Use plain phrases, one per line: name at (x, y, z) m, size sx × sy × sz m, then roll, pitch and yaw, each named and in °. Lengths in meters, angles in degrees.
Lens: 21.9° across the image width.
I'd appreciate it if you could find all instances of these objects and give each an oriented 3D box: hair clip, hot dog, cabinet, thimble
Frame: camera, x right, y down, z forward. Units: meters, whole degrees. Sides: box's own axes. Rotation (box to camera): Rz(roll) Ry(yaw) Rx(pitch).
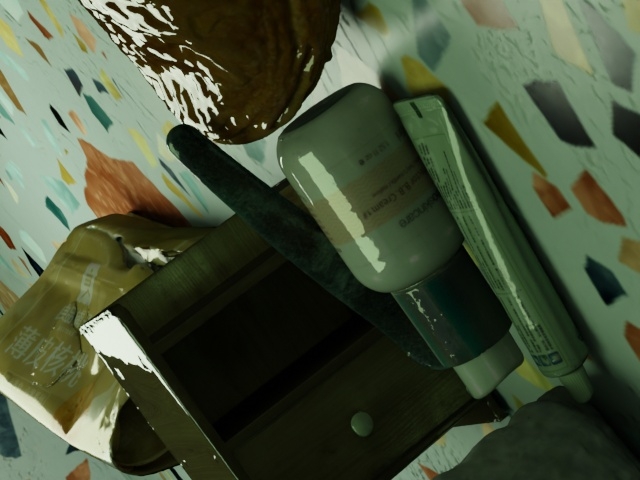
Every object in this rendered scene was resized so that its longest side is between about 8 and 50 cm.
hair clip at (0.000, 0.000, 0.965) m, size 0.229 × 0.039 × 0.070 m, roll 38°, pitch -166°, yaw -35°
hot dog at (-0.085, -0.165, 0.879) m, size 0.196 × 0.122 × 0.272 m, roll 36°, pitch 172°, yaw 42°
cabinet at (-0.019, 0.088, 1.101) m, size 0.215 × 0.175 × 0.148 m, roll 54°, pitch 162°, yaw -3°
thimble at (0.101, 0.209, 0.949) m, size 0.157 × 0.217 × 0.245 m, roll 52°, pitch 131°, yaw 13°

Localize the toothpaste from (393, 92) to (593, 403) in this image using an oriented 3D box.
toothpaste at (0.099, 0.006, 0.895) m, size 0.197 × 0.029 × 0.048 m, roll 59°, pitch 157°, yaw -12°

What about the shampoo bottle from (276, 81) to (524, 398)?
shampoo bottle at (0.052, 0.004, 0.931) m, size 0.192 × 0.074 × 0.074 m, roll 56°, pitch 162°, yaw -10°

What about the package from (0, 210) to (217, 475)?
package at (-0.157, 0.063, 1.420) m, size 0.311 × 0.221 × 0.165 m, roll 17°, pitch 121°, yaw 60°
